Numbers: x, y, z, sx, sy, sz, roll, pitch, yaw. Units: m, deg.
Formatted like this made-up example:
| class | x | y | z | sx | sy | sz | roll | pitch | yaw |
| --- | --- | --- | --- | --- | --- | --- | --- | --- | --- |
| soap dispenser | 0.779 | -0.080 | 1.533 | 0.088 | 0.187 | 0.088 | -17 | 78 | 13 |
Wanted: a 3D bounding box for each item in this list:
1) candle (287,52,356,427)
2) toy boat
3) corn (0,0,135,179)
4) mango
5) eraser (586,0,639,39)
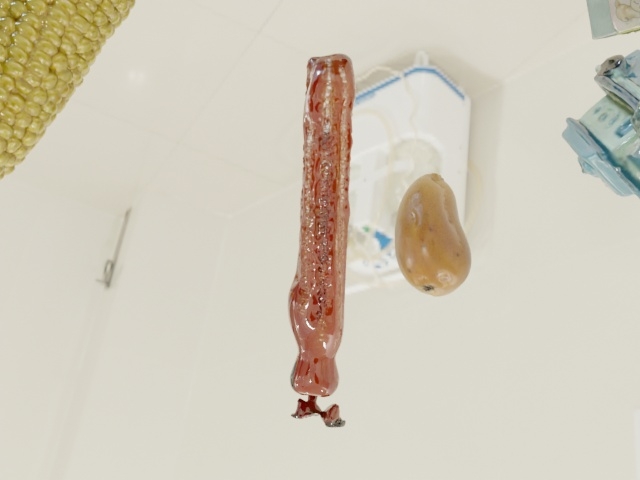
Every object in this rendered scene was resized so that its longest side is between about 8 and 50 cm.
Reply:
| class | x | y | z | sx | sy | sz | roll | pitch | yaw |
| --- | --- | --- | --- | --- | --- | --- | --- | --- | --- |
| candle | 0.000 | 0.000 | 0.759 | 0.051 | 0.329 | 0.048 | -1 | -175 | -37 |
| toy boat | 0.251 | -0.060 | 0.630 | 0.098 | 0.238 | 0.109 | -42 | 113 | 16 |
| corn | -0.180 | -0.160 | 0.583 | 0.091 | 0.260 | 0.091 | 22 | 165 | 13 |
| mango | 0.129 | -0.009 | 1.056 | 0.084 | 0.159 | 0.105 | -26 | 146 | 27 |
| eraser | 0.196 | -0.145 | 0.509 | 0.019 | 0.038 | 0.083 | -19 | -172 | -34 |
